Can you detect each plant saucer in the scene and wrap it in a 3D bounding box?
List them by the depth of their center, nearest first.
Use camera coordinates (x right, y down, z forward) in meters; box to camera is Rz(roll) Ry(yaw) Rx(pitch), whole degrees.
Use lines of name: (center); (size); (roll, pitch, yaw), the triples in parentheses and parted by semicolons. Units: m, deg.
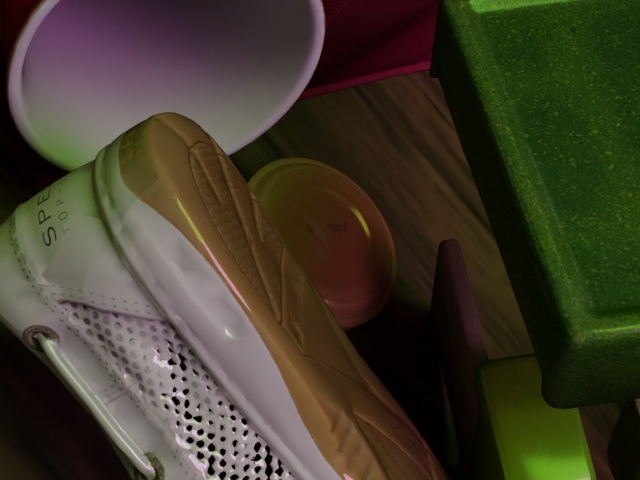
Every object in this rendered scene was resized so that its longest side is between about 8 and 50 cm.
plant saucer: (0.000, 0.000, 0.505); (0.083, 0.013, 0.084); (18, 56, -29)

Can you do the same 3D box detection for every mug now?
mug: (-0.087, -0.129, 0.418); (0.150, 0.113, 0.169); (50, 13, -56)

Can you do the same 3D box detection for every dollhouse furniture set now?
dollhouse furniture set: (0.202, 0.008, 0.453); (0.301, 0.198, 0.151); (-7, 53, -5)

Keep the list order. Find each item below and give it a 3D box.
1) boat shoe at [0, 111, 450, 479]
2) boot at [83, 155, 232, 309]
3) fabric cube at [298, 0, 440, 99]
boat shoe: (-0.015, 0.092, 0.396); (0.277, 0.096, 0.098); (58, 13, -16)
boot: (-0.073, -0.018, 0.447); (0.106, 0.037, 0.114); (7, 63, -46)
fabric cube: (0.064, -0.246, 0.525); (0.259, 0.258, 0.254); (-21, 78, -41)
